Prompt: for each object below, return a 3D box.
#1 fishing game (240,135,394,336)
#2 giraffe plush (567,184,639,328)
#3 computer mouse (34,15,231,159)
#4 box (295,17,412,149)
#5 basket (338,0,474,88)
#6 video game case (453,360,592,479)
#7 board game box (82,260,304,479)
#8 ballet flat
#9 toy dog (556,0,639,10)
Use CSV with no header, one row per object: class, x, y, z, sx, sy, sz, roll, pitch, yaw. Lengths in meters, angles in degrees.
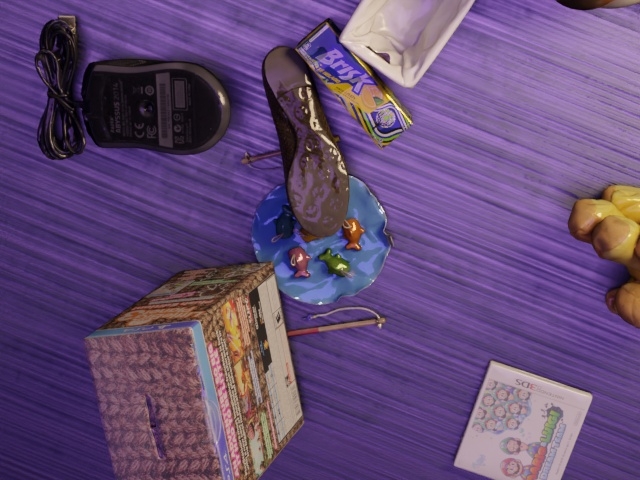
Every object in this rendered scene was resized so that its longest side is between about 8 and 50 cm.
fishing game,0.000,0.000,1.729,0.189,0.041,0.264,-8,103,11
giraffe plush,0.415,0.037,1.647,0.210,0.181,0.170,-9,117,-26
computer mouse,-0.232,-0.185,1.700,0.272,0.072,0.188,9,107,17
box,0.043,-0.198,1.660,0.054,0.059,0.169,-40,100,13
basket,0.114,-0.286,1.614,0.113,0.103,0.167,34,104,-2
video game case,0.270,0.255,1.769,0.143,0.019,0.157,18,105,2
board game box,-0.147,0.179,1.648,0.141,0.291,0.232,-7,102,19
ballet flat,-0.022,-0.126,1.681,0.084,0.058,0.249,-18,96,-6
toy dog,0.443,-0.376,1.483,0.408,0.284,0.395,0,135,12
